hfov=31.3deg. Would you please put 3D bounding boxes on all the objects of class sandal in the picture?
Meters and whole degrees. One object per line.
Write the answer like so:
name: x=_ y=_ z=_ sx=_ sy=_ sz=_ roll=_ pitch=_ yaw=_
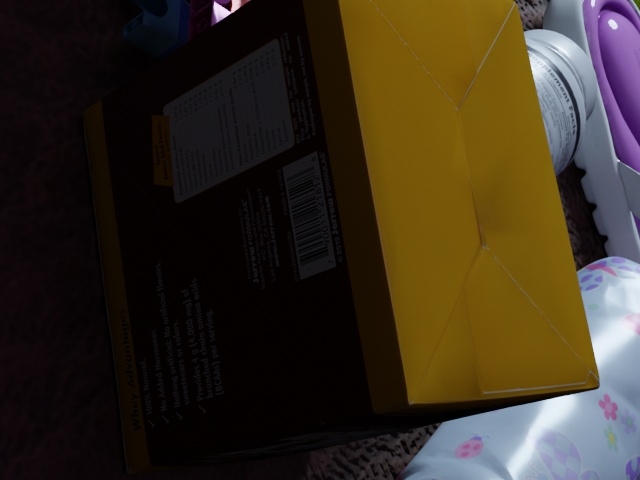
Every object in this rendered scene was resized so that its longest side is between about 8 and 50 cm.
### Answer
sandal: x=0.298 y=-0.022 z=0.906 sx=0.169 sy=0.102 sz=0.416 roll=-33 pitch=98 yaw=-45

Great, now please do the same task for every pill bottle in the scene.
pill bottle: x=0.104 y=-0.070 z=0.738 sx=0.193 sy=0.108 sz=0.108 roll=-37 pitch=101 yaw=-45

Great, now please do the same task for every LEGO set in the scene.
LEGO set: x=-0.048 y=-0.167 z=0.652 sx=0.093 sy=0.087 sz=0.227 roll=26 pitch=52 yaw=-38

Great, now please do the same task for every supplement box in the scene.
supplement box: x=0.000 y=0.000 z=0.551 sx=0.129 sy=0.194 sz=0.191 roll=2 pitch=73 yaw=-43

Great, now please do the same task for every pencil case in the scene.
pencil case: x=0.149 y=0.123 z=0.705 sx=0.273 sy=0.113 sz=0.124 roll=-43 pitch=115 yaw=-43

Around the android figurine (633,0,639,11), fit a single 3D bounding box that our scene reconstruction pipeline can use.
android figurine: x=0.266 y=-0.310 z=1.019 sx=0.248 sy=0.056 sz=0.272 roll=-21 pitch=89 yaw=-46
